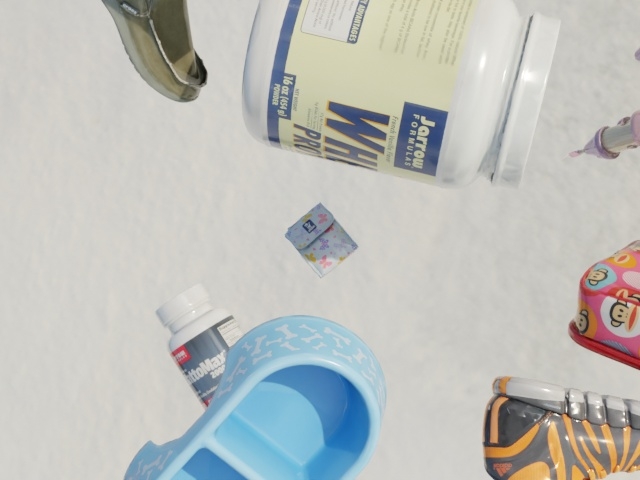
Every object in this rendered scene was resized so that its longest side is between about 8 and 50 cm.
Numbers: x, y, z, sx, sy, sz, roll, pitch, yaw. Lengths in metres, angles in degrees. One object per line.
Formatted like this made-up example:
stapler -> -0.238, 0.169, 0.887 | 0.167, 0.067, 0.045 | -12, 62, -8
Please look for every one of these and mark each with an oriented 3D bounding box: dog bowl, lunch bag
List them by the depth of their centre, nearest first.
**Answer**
dog bowl -> -0.061, 0.207, 1.056 | 0.297, 0.166, 0.074 | -48, 13, 6
lunch bag -> 0.000, 0.000, 1.563 | 0.071, 0.053, 0.083 | -38, 86, -2
lunch bag -> 0.511, 0.101, 1.585 | 0.258, 0.293, 0.120 | 22, 115, 32

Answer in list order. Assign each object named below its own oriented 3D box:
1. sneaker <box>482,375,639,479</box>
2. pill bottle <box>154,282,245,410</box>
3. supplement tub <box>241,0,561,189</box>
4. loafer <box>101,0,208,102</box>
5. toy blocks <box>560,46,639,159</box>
sneaker -> 0.361, 0.290, 1.480 | 0.321, 0.124, 0.180 | 11, 83, 1
pill bottle -> -0.158, 0.158, 1.646 | 0.108, 0.108, 0.180 | -35, 86, 30
supplement tub -> 0.093, -0.191, 1.319 | 0.325, 0.235, 0.235 | 14, 87, 8
loafer -> -0.198, -0.276, 1.367 | 0.087, 0.251, 0.094 | -18, 33, 21
toy blocks -> 0.559, -0.210, 1.812 | 0.260, 0.288, 0.309 | -17, 93, 54
